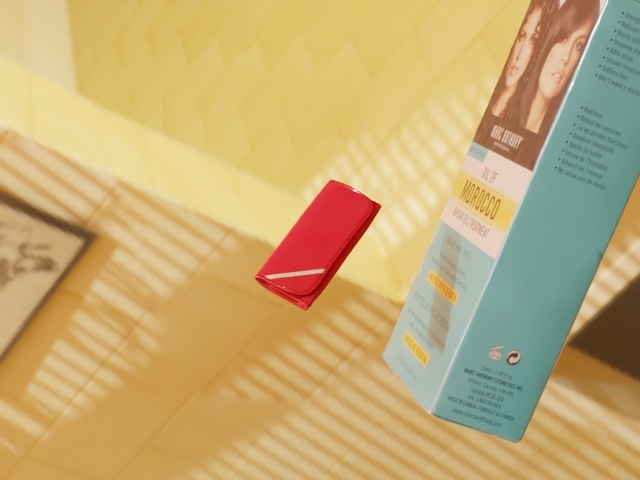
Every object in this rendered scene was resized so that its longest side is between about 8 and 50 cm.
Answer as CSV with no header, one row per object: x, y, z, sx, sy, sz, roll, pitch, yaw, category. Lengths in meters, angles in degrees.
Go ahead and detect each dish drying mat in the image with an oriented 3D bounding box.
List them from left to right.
0.000,0.000,0.620,0.032,0.008,0.083,27,-131,11,dish drying mat

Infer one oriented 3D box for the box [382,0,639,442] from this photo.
0.118,-0.019,0.695,0.060,0.244,0.100,19,-171,-17,box
